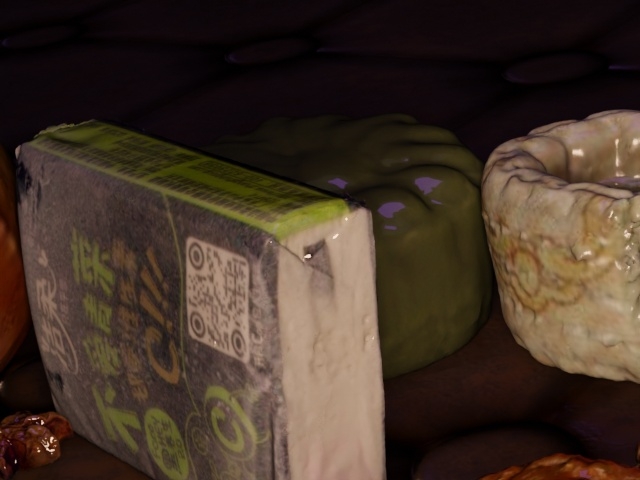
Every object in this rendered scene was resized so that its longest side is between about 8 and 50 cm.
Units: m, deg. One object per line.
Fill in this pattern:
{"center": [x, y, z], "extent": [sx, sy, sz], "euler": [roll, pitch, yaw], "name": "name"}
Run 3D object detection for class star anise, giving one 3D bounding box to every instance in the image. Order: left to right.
{"center": [-0.318, 0.186, 1.661], "extent": [0.190, 0.070, 0.097], "euler": [-14, 24, -8], "name": "star anise"}

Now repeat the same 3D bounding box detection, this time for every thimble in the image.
{"center": [0.297, 0.003, 1.705], "extent": [0.291, 0.195, 0.291], "euler": [-9, 22, 4], "name": "thimble"}

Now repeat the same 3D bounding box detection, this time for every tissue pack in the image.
{"center": [-0.109, 0.070, 1.569], "extent": [0.124, 0.288, 0.394], "euler": [-18, 22, -34], "name": "tissue pack"}

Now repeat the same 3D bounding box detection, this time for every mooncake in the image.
{"center": [0.000, 0.000, 1.835], "extent": [0.356, 0.194, 0.356], "euler": [-9, 21, 3], "name": "mooncake"}

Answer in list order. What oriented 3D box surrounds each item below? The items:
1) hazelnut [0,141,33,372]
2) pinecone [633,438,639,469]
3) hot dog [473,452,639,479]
{"center": [-0.453, 0.031, 1.745], "extent": [0.421, 0.352, 0.421], "euler": [-37, 29, 25], "name": "hazelnut"}
{"center": [0.314, 0.181, 1.268], "extent": [0.179, 0.184, 0.204], "euler": [-34, 34, -15], "name": "pinecone"}
{"center": [0.142, 0.255, 1.160], "extent": [0.267, 0.174, 0.387], "euler": [-25, 26, -36], "name": "hot dog"}
